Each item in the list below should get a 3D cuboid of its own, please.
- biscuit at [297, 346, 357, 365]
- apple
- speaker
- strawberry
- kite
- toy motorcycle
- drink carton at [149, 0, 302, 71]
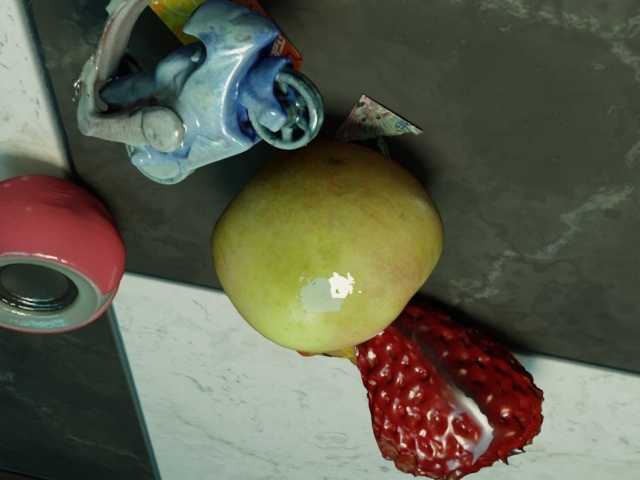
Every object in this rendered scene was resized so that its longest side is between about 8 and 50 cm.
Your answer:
[{"bbox_3d":[0.067,0.210,1.683,0.250,0.036,0.165,10,144,7],"label":"biscuit"},{"bbox_3d":[0.000,0.000,1.220,0.277,0.319,0.319,41,137,-11],"label":"apple"},{"bbox_3d":[-0.481,0.023,1.441,0.294,0.294,0.294,9,143,7],"label":"speaker"},{"bbox_3d":[0.214,0.257,1.545,0.345,0.295,0.317,58,153,-1],"label":"strawberry"},{"bbox_3d":[0.084,-0.155,1.235,0.139,0.011,0.156,-1,139,26],"label":"kite"},{"bbox_3d":[-0.164,-0.190,1.012,0.319,0.182,0.241,-13,136,35],"label":"toy motorcycle"},{"bbox_3d":[-0.128,-0.280,1.095,0.096,0.071,0.223,-15,134,33],"label":"drink carton"}]
